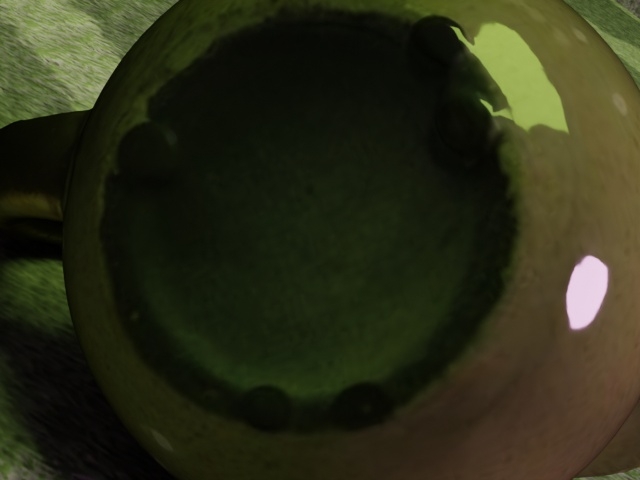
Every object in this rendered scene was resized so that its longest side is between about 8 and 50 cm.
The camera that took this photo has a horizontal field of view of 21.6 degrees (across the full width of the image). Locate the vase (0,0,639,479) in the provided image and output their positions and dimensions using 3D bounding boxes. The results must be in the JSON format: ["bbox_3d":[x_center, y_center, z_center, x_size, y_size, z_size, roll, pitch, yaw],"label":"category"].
[{"bbox_3d":[0.000,0.000,0.733,0.329,0.240,0.302,11,-3,20],"label":"vase"}]
